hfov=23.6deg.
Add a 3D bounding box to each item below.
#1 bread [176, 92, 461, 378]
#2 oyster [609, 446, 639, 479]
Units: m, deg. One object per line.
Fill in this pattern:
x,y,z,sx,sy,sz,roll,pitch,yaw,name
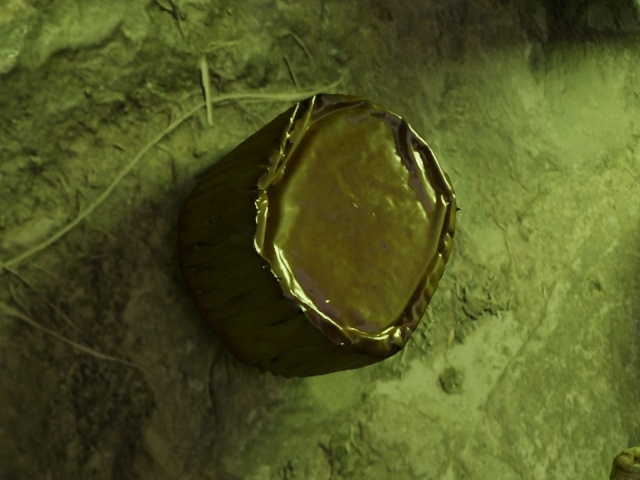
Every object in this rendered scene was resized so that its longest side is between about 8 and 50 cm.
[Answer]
0.000,0.000,1.385,0.227,0.142,0.253,48,54,-18,bread
0.359,0.373,1.593,0.166,0.094,0.294,16,74,-15,oyster
